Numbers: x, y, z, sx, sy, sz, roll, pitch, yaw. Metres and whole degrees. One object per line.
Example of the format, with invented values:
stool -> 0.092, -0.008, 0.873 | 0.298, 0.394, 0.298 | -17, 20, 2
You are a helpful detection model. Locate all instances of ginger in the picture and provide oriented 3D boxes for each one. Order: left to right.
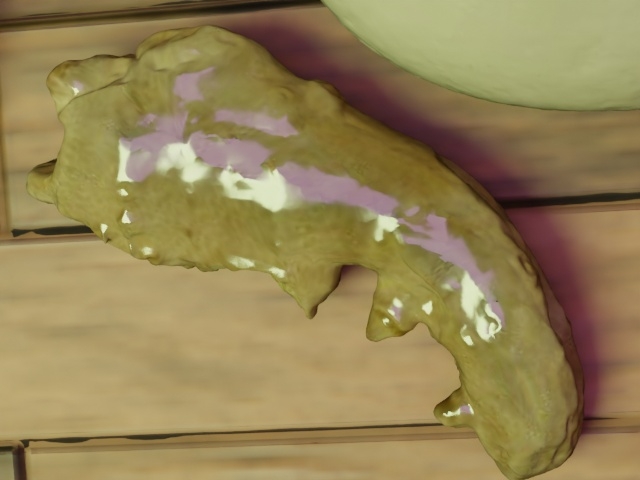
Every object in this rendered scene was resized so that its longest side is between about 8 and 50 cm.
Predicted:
ginger -> 0.003, -0.002, 0.405 | 0.173, 0.051, 0.069 | 32, 101, 7

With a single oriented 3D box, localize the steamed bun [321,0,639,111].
steamed bun -> 0.062, -0.144, 0.346 | 0.177, 0.131, 0.228 | 7, 97, 10
